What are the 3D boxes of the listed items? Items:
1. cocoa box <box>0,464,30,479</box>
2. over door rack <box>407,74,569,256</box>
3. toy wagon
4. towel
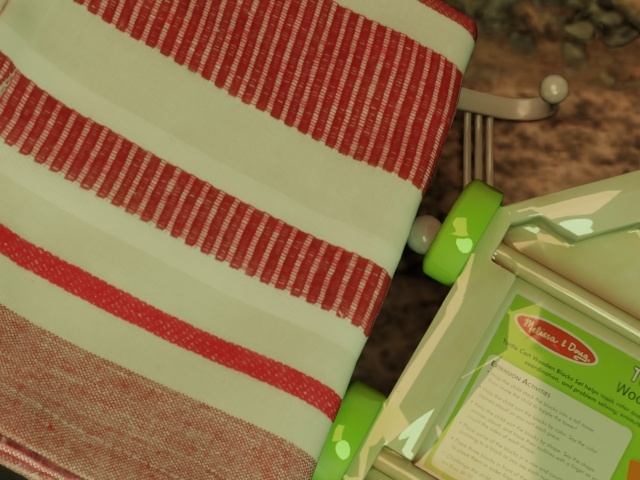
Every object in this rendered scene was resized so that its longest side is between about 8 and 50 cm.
[{"bbox_3d":[-0.061,0.286,0.648,0.347,0.228,0.231,27,72,19],"label":"cocoa box"},{"bbox_3d":[0.000,0.000,0.739,0.324,0.108,0.239,6,78,-20],"label":"over door rack"},{"bbox_3d":[0.167,0.074,0.653,0.267,0.068,0.344,30,80,5],"label":"toy wagon"},{"bbox_3d":[-0.067,-0.037,0.622,0.237,0.037,0.329,28,60,-9],"label":"towel"}]
